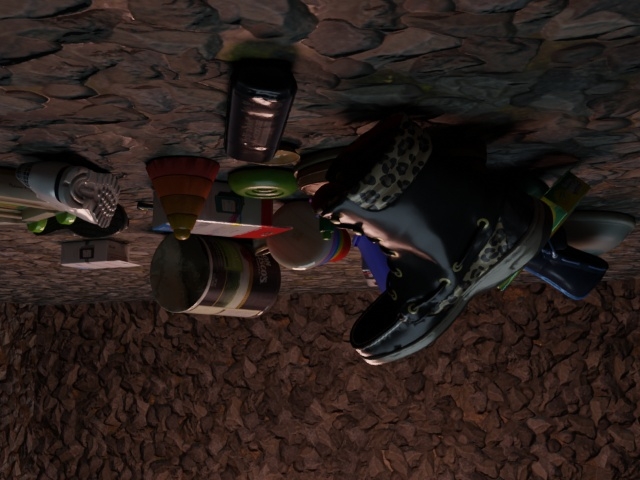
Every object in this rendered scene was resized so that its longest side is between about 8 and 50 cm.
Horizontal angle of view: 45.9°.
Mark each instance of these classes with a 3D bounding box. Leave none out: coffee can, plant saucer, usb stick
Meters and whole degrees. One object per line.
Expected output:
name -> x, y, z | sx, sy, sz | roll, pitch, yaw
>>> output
coffee can -> -0.262, 0.091, 1.911 | 0.201, 0.201, 0.275 | -7, 169, 34
plant saucer -> 0.559, 0.013, 1.850 | 0.400, 0.100, 0.400 | 0, 171, 0
plant saucer -> -0.073, -0.132, 1.145 | 0.083, 0.015, 0.083 | -2, 171, 0
usb stick -> -0.080, -0.151, 0.940 | 0.077, 0.045, 0.278 | 7, 170, -7

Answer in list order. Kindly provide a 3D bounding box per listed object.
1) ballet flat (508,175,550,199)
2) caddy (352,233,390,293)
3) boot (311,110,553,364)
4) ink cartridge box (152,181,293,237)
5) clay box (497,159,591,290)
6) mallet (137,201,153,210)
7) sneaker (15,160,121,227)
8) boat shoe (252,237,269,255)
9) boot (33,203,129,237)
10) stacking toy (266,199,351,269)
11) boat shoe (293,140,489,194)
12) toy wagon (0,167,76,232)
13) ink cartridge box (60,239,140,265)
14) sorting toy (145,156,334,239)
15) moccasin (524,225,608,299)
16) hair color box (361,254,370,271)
ballet flat -> 0.351, -0.053, 1.416 | 0.087, 0.083, 0.247 | -41, 179, -10
caddy -> 0.185, -0.022, 1.376 | 0.241, 0.179, 0.341 | -23, 172, -5
boot -> 0.105, 0.008, 1.092 | 0.284, 0.138, 0.377 | 33, 125, -24
ink cartridge box -> -0.180, -0.056, 1.405 | 0.231, 0.078, 0.134 | 5, 170, -32
clay box -> 0.368, -0.026, 1.263 | 0.127, 0.053, 0.222 | -35, 161, -47
mallet -> -0.276, -0.058, 1.537 | 0.190, 0.039, 0.062 | 6, 172, -11
sneaker -> -0.407, -0.083, 1.252 | 0.095, 0.090, 0.235 | 11, 169, 8
boat shoe -> -0.095, 0.009, 1.871 | 0.170, 0.059, 0.063 | -7, 169, 34
boot -> -0.437, -0.045, 1.501 | 0.246, 0.083, 0.161 | 0, 179, 31
stacking toy -> 0.000, 0.000, 1.646 | 0.141, 0.141, 0.330 | -4, 175, 16
boat shoe -> 0.104, -0.086, 1.166 | 0.307, 0.104, 0.111 | -4, 170, 18
toy wagon -> -0.615, -0.064, 1.348 | 0.344, 0.068, 0.267 | -9, 168, 44
ink cartridge box -> -0.573, 0.036, 1.979 | 0.180, 0.060, 0.104 | -4, 170, 19
sorting toy -> -0.117, -0.054, 1.285 | 0.365, 0.126, 0.127 | 5, 169, -30
moccasin -> 0.483, 0.003, 1.642 | 0.342, 0.137, 0.117 | 27, 119, -27
hair color box -> 0.205, 0.044, 1.955 | 0.185, 0.113, 0.374 | -2, 171, 6
